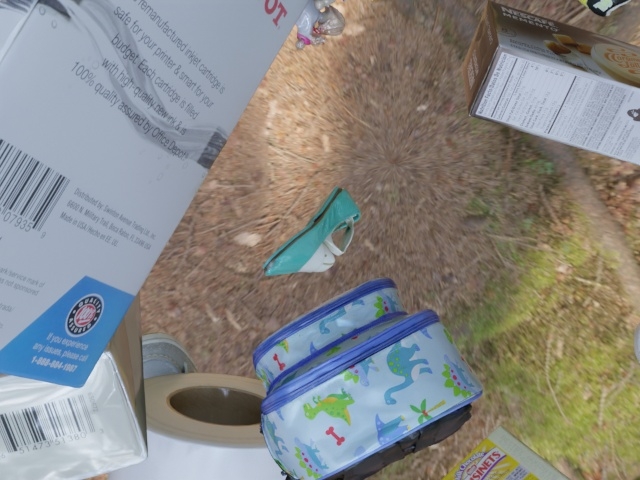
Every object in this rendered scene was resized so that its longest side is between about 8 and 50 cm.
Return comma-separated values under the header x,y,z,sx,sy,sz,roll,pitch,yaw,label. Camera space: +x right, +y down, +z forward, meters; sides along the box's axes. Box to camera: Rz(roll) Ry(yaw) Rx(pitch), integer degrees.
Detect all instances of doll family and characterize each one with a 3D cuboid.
x,y,z,sx,sy,sz,roll,pitch,yaw,label
0.016,-0.370,1.181,0.163,0.118,0.263,20,71,-21,doll family

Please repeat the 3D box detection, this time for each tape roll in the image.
x,y,z,sx,sy,sz,roll,pitch,yaw,label
-0.122,0.269,1.103,0.246,0.246,0.169,8,99,4,tape roll

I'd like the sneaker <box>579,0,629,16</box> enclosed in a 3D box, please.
x,y,z,sx,sy,sz,roll,pitch,yaw,label
0.388,-0.383,1.216,0.145,0.384,0.147,-28,95,50,sneaker

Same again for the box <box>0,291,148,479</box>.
x,y,z,sx,sy,sz,roll,pitch,yaw,label
-0.249,0.082,0.902,0.147,0.311,0.121,-14,120,-6,box

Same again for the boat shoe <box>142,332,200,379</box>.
x,y,z,sx,sy,sz,roll,pitch,yaw,label
-0.196,0.264,1.263,0.118,0.103,0.321,-14,122,-17,boat shoe

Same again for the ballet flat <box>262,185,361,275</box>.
x,y,z,sx,sy,sz,roll,pitch,yaw,label
0.000,0.000,1.577,0.087,0.247,0.083,44,135,-2,ballet flat

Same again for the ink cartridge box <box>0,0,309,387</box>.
x,y,z,sx,sy,sz,roll,pitch,yaw,label
-0.157,-0.088,0.550,0.129,0.223,0.308,28,84,21,ink cartridge box

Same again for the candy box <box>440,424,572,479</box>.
x,y,z,sx,sy,sz,roll,pitch,yaw,label
0.116,0.252,0.788,0.206,0.105,0.027,-38,132,-16,candy box

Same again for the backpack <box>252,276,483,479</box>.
x,y,z,sx,sy,sz,roll,pitch,yaw,label
0.017,0.069,0.457,0.105,0.114,0.084,-28,81,-9,backpack

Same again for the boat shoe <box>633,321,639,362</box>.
x,y,z,sx,sy,sz,roll,pitch,yaw,label
0.338,0.100,0.725,0.219,0.070,0.078,15,85,-1,boat shoe

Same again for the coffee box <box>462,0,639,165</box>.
x,y,z,sx,sy,sz,roll,pitch,yaw,label
0.306,-0.190,1.161,0.246,0.141,0.098,16,124,-6,coffee box
